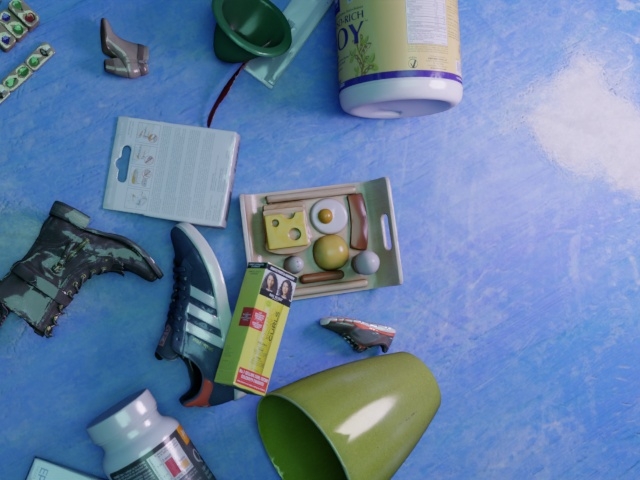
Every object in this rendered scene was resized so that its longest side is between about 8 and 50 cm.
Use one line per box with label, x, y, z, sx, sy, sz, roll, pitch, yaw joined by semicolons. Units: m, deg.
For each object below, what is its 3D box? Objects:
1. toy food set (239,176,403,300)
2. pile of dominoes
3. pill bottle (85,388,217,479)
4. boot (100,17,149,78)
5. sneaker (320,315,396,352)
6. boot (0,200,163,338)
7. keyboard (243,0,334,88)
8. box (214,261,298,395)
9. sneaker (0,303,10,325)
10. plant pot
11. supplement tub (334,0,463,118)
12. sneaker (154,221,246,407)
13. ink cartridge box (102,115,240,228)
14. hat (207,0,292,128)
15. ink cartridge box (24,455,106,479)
toy food set;0.000;0.000;1.966;0.306;0.092;0.219;-7;88;-16
pile of dominoes;-0.633;-0.349;1.852;0.196;0.040;0.251;45;76;-8
pill bottle;-0.293;0.418;1.820;0.162;0.162;0.278;-33;95;-15
boot;-0.372;-0.366;1.926;0.087;0.042;0.118;-4;88;-21
sneaker;0.072;0.189;1.989;0.158;0.061;0.064;13;89;-13
boot;-0.447;0.077;1.842;0.263;0.091;0.229;30;77;-7
keyboard;-0.057;-0.424;2.026;0.072;0.014;0.256;35;78;-5
box;-0.117;0.160;1.842;0.087;0.058;0.232;30;69;-40
sneaker;-0.588;0.140;1.828;0.057;0.047;0.119;-3;88;-26
plant pot;0.079;0.338;1.894;0.294;0.275;0.274;-28;93;-31
supplement tub;0.149;-0.418;1.961;0.241;0.241;0.331;-2;86;-15
sneaker;-0.247;0.145;1.869;0.148;0.131;0.350;-17;90;-20
ink cartridge box;-0.282;-0.131;1.934;0.232;0.066;0.189;8;84;7
hat;-0.180;-0.369;1.986;0.173;0.183;0.208;44;41;0
ink cartridge box;-0.456;0.533;1.829;0.224;0.045;0.223;23;80;-13
